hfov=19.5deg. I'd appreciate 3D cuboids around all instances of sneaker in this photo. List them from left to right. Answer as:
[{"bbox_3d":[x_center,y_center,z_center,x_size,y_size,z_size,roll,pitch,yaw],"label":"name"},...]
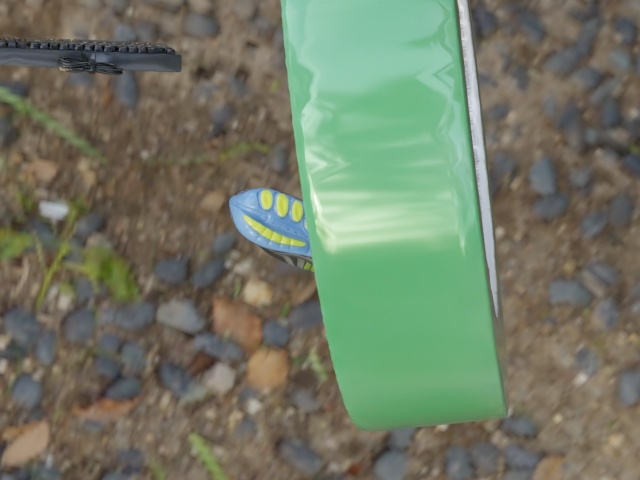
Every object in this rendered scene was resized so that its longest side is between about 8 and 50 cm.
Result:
[{"bbox_3d":[0.000,0.000,1.665,0.188,0.078,0.067,28,93,-23],"label":"sneaker"}]

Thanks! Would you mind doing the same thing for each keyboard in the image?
[{"bbox_3d":[-0.225,-0.179,1.782,0.180,0.108,0.023,0,108,-15],"label":"keyboard"}]

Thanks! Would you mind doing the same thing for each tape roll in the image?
[{"bbox_3d":[0.040,-0.068,0.926,0.077,0.321,0.321,-7,63,7],"label":"tape roll"}]
